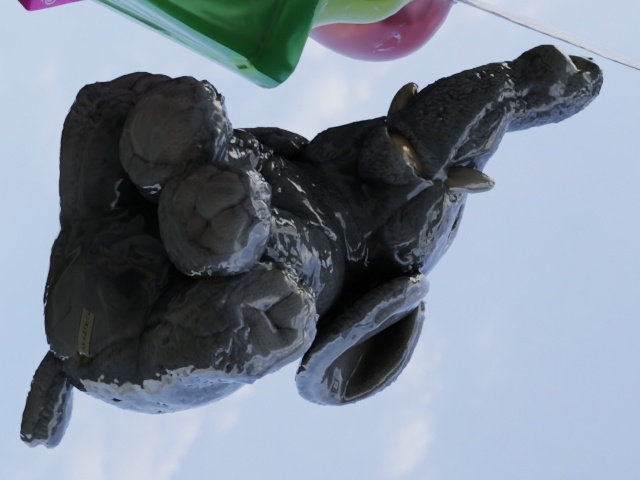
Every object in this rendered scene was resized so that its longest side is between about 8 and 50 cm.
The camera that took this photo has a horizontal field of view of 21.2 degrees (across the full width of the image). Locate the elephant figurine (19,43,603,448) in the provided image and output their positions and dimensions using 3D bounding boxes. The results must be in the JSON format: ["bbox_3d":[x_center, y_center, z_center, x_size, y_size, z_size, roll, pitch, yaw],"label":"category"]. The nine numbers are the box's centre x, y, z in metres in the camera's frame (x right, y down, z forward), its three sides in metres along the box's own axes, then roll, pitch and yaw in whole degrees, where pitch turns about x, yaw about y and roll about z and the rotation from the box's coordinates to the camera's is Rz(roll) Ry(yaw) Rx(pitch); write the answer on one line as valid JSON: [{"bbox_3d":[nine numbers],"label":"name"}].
[{"bbox_3d":[0.000,0.000,0.801,0.186,0.239,0.169,-3,-87,43],"label":"elephant figurine"}]

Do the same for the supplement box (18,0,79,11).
[{"bbox_3d":[-0.246,-0.305,1.417,0.220,0.114,0.111,46,-47,24],"label":"supplement box"}]

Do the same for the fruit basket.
[{"bbox_3d":[-0.014,-0.187,0.974,0.327,0.353,0.165,31,-71,45],"label":"fruit basket"}]
